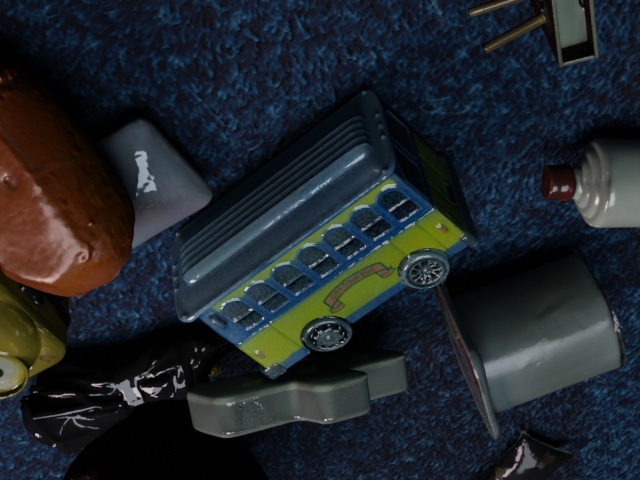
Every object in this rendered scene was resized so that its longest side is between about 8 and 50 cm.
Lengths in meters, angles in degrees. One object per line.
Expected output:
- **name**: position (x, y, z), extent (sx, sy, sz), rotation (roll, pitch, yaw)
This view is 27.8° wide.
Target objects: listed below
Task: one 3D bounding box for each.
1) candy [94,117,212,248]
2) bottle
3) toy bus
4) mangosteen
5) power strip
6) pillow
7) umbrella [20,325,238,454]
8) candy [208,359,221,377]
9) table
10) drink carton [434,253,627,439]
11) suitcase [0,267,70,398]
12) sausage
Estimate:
- **candy**: position (-0.223, -0.049, 1.425), extent (0.174, 0.071, 0.138), rotation (-29, 126, 17)
- **bottle**: position (0.374, -0.066, 1.486), extent (0.245, 0.104, 0.104), rotation (-1, 132, -9)
- **toy bus**: position (0.000, 0.000, 1.453), extent (0.312, 0.152, 0.190), rotation (-36, 130, 22)
- **mangosteen**: position (-0.183, 0.364, 1.683), extent (0.313, 0.297, 0.297), rotation (-7, 143, -49)
- **power strip**: position (-0.011, 0.181, 1.561), extent (0.265, 0.194, 0.059), rotation (-11, 94, -27)
- **pillow**: position (0.289, 0.340, 1.878), extent (0.090, 0.048, 0.150), rotation (15, 124, -32)
- **umbrella**: position (-0.211, 0.163, 1.615), extent (0.340, 0.118, 0.118), rotation (-25, 132, 2)
- **candy**: position (-0.163, 0.176, 1.679), extent (0.083, 0.023, 0.025), rotation (-27, 139, 28)
- **table**: position (0.190, -0.290, 1.239), extent (0.111, 0.121, 0.240), rotation (-14, 132, 3)
- **drink carton**: position (0.256, 0.116, 1.599), extent (0.190, 0.185, 0.191), rotation (-23, 131, -3)
- **suitcase**: position (-0.417, 0.096, 1.478), extent (0.235, 0.143, 0.194), rotation (-25, 131, 13)
- **sausage**: position (-0.296, -0.060, 1.313), extent (0.153, 0.141, 0.268), rotation (-32, 102, 18)
